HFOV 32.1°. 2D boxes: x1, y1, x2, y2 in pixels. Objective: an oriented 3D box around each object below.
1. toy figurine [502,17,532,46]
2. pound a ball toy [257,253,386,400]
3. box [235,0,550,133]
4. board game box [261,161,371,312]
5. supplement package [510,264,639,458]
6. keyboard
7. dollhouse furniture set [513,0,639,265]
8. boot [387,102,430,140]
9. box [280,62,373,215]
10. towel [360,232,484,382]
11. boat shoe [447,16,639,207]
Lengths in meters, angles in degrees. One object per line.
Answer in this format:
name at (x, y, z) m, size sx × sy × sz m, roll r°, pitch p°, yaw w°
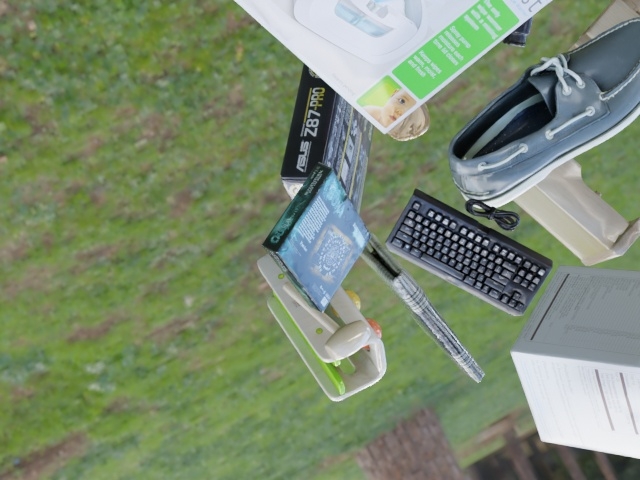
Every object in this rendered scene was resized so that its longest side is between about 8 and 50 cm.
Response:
toy figurine at (0.296, -0.459, 2.123) m, size 0.210 × 0.213 × 0.148 m, roll -10°, pitch 114°, yaw -54°
pound a ball toy at (0.015, 0.118, 1.921) m, size 0.136 × 0.319 × 0.208 m, roll -26°, pitch 139°, yaw -14°
box at (0.060, -0.277, 1.106) m, size 0.231 × 0.126 × 0.262 m, roll -37°, pitch 132°, yaw 18°
board game box at (0.000, 0.000, 1.394) m, size 0.126 × 0.026 × 0.186 m, roll -57°, pitch 151°, yaw -14°
supplement package at (0.333, 0.123, 1.077) m, size 0.244 × 0.133 × 0.139 m, roll 5°, pitch -138°, yaw 38°
keyboard at (0.175, 0.005, 1.268) m, size 0.108 × 0.180 × 0.023 m, roll -62°, pitch -176°, yaw 14°
dollhouse furniture set at (0.464, -0.195, 1.711) m, size 0.394 × 0.256 × 0.362 m, roll -48°, pitch 178°, yaw -6°
boot at (0.080, -0.300, 1.646) m, size 0.095 × 0.203 × 0.262 m, roll -23°, pitch 128°, yaw 16°
box at (0.029, -0.215, 2.322) m, size 0.097 × 0.394 × 0.318 m, roll 1°, pitch 153°, yaw 17°
towel at (0.209, 0.133, 2.359) m, size 0.056 × 0.312 × 0.324 m, roll -41°, pitch -160°, yaw -1°
boat shoe at (0.287, -0.167, 1.344) m, size 0.319 × 0.116 × 0.099 m, roll -39°, pitch 139°, yaw 5°
